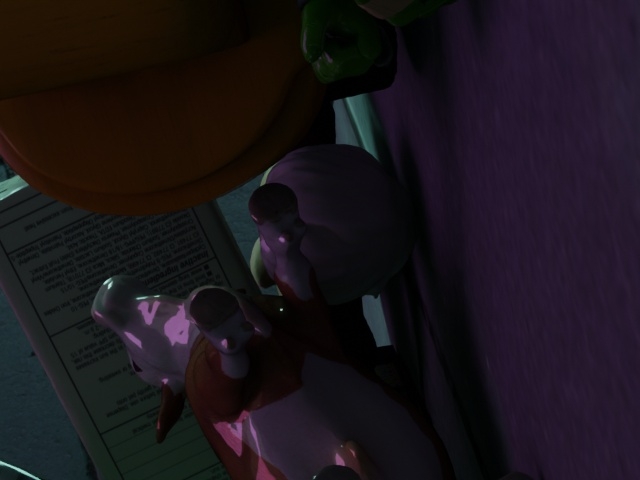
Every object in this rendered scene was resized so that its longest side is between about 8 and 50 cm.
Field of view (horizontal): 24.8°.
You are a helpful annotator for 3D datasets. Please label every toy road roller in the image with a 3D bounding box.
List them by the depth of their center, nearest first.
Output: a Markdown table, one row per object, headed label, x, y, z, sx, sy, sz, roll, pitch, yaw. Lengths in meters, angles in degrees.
| label | x | y | z | sx | sy | sz | roll | pitch | yaw |
| --- | --- | --- | --- | --- | --- | --- | --- | --- | --- |
| toy road roller | -0.096 | -0.175 | 0.635 | 0.240 | 0.202 | 0.330 | -47 | -55 | -73 |

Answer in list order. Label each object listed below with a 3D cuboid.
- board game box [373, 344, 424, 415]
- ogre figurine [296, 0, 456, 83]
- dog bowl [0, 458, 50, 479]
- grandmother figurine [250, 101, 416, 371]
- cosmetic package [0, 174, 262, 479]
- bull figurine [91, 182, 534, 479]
| label | x | y | z | sx | sy | sz | roll | pitch | yaw |
| --- | --- | --- | --- | --- | --- | --- | --- | --- | --- |
| board game box | 0.053 | 0.177 | 1.013 | 0.141 | 0.048 | 0.170 | -107 | 7 | -72 |
| ogre figurine | 0.004 | -0.148 | 0.480 | 0.197 | 0.096 | 0.118 | 57 | -172 | -70 |
| dog bowl | -0.091 | 0.294 | 0.848 | 0.150 | 0.408 | 0.408 | -57 | -15 | -21 |
| grandmother figurine | 0.000 | 0.000 | 0.934 | 0.342 | 0.104 | 0.208 | 98 | 152 | -86 |
| cosmetic package | -0.103 | 0.073 | 0.990 | 0.129 | 0.153 | 0.296 | -131 | 17 | -79 |
| bull figurine | -0.005 | 0.092 | 0.709 | 0.310 | 0.101 | 0.188 | 45 | 160 | 26 |
